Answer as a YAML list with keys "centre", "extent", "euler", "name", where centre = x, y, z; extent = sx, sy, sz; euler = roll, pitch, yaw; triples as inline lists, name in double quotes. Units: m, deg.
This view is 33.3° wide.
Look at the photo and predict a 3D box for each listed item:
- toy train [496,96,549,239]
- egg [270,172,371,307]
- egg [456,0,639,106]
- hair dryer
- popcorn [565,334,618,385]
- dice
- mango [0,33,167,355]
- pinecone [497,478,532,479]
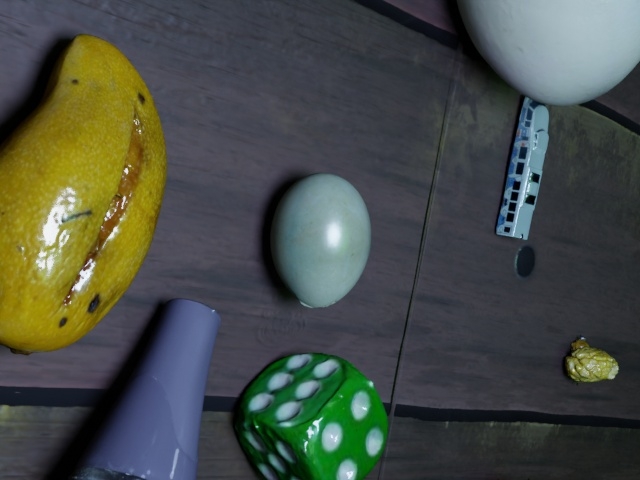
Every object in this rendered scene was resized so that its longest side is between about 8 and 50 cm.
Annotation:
- centre: [0.295, -0.106, 1.541]
  extent: [0.043, 0.047, 0.208]
  euler: [10, 90, -48]
  name: "toy train"
- centre: [0.000, 0.000, 1.203]
  extent: [0.114, 0.114, 0.152]
  euler: [1, 97, -46]
  name: "egg"
- centre: [0.304, -0.340, 1.344]
  extent: [0.283, 0.283, 0.345]
  euler: [-16, 111, -44]
  name: "egg"
- centre: [-0.130, 0.268, 1.132]
  extent: [0.361, 0.121, 0.301]
  euler: [62, 37, -49]
  name: "hair dryer"
- centre: [0.428, 0.188, 1.714]
  extent: [0.084, 0.084, 0.084]
  euler: [-9, 103, -45]
  name: "popcorn"
- centre: [-0.010, 0.209, 1.215]
  extent: [0.128, 0.131, 0.120]
  euler: [-42, 124, -32]
  name: "dice"
- centre: [-0.221, -0.039, 0.963]
  extent: [0.177, 0.120, 0.295]
  euler: [37, 70, -45]
  name: "mango"
- centre: [0.283, 0.471, 1.510]
  extent: [0.224, 0.224, 0.273]
  euler: [33, 49, -44]
  name: "pinecone"
